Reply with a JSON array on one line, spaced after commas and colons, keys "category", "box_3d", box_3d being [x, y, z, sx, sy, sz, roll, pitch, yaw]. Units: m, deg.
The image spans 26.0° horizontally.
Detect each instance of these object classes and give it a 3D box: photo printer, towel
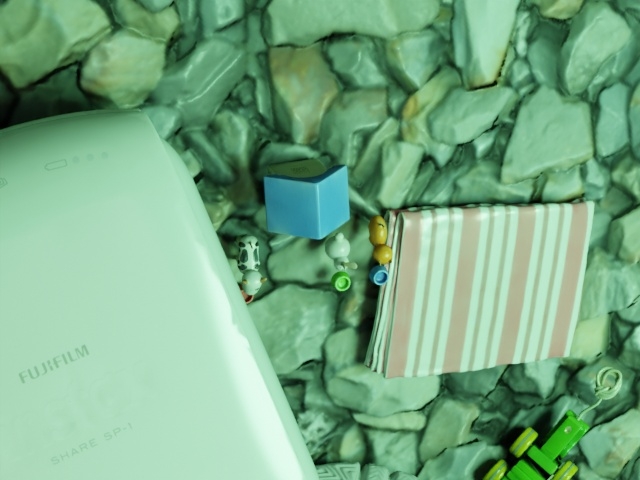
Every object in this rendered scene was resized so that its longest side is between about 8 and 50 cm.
[{"category": "photo printer", "box_3d": [-0.168, 0.080, 0.898, 0.256, 0.107, 0.307, -24, 103, -10]}, {"category": "towel", "box_3d": [0.132, 0.036, 1.126, 0.197, 0.029, 0.144, -4, 113, -26]}]

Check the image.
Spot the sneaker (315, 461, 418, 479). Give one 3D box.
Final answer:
[{"category": "sneaker", "box_3d": [0.087, 0.302, 1.175, 0.321, 0.124, 0.180, 20, 136, -9]}]

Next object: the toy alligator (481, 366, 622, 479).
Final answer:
[{"category": "toy alligator", "box_3d": [0.202, 0.188, 1.226, 0.189, 0.056, 0.051, -50, 166, 3]}]

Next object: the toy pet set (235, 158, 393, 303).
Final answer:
[{"category": "toy pet set", "box_3d": [0.000, 0.000, 1.005, 0.122, 0.065, 0.114, -9, 114, -14]}]
